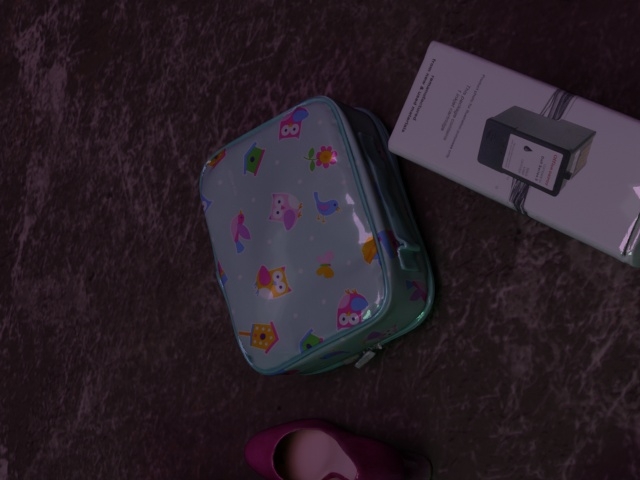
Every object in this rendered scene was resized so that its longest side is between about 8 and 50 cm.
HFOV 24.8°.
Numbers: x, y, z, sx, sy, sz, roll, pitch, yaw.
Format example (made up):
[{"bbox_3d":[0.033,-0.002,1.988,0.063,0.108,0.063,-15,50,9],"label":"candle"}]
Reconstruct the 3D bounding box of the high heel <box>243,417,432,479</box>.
[{"bbox_3d":[-0.012,0.230,1.509,0.244,0.117,0.082,8,88,40],"label":"high heel"}]

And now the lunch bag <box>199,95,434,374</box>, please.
[{"bbox_3d":[0.000,0.000,1.546,0.224,0.108,0.279,-28,67,28],"label":"lunch bag"}]

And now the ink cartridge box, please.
[{"bbox_3d":[0.231,-0.067,1.307,0.273,0.198,0.114,29,100,39],"label":"ink cartridge box"}]
